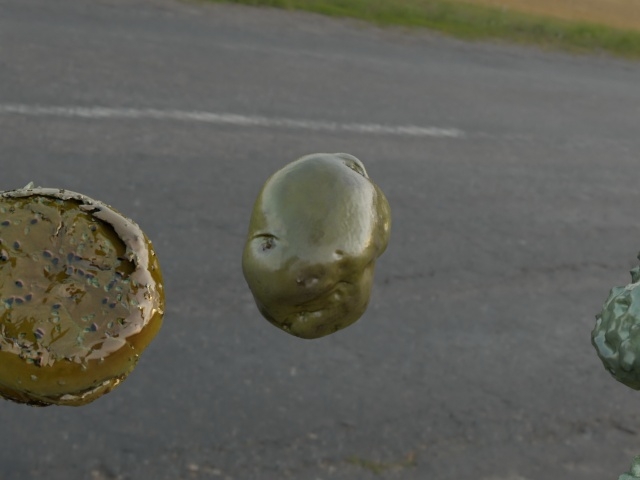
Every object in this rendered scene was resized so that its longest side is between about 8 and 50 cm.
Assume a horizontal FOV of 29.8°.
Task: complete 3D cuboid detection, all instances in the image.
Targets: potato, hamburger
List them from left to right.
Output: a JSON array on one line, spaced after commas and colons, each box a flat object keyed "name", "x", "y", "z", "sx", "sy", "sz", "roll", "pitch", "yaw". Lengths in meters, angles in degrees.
[{"name": "hamburger", "x": -0.207, "y": 0.033, "z": 0.900, "sx": 0.177, "sy": 0.185, "sz": 0.113, "roll": -8, "pitch": -20, "yaw": -11}, {"name": "potato", "x": -0.004, "y": 0.000, "z": 1.269, "sx": 0.137, "sy": 0.200, "sz": 0.154, "roll": 11, "pitch": -28, "yaw": 15}]

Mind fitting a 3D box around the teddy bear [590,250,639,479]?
[{"name": "teddy bear", "x": 0.146, "y": 0.051, "z": 0.366, "sx": 0.133, "sy": 0.111, "sz": 0.213, "roll": 24, "pitch": 36, "yaw": 13}]
